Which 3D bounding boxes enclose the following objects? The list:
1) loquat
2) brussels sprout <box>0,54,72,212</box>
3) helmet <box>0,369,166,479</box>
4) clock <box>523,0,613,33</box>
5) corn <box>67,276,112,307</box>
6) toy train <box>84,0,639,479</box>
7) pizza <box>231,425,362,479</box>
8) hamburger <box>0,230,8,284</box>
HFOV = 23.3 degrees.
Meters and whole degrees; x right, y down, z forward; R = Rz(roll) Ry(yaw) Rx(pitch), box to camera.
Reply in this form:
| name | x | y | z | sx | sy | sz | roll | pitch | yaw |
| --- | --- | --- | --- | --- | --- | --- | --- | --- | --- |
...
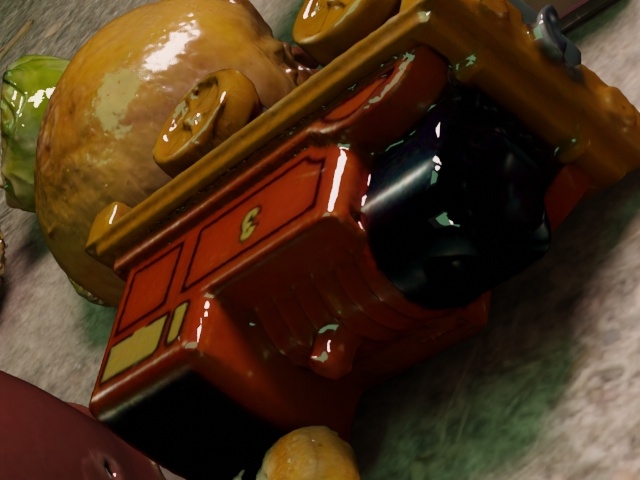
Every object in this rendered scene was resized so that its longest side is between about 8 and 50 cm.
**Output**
| name | x | y | z | sx | sy | sz | roll | pitch | yaw |
| --- | --- | --- | --- | --- | --- | --- | --- | --- | --- |
| loquat | -0.106 | -0.060 | 1.098 | 0.238 | 0.193 | 0.238 | -47 | 11 | 12 |
| brussels sprout | -0.254 | -0.103 | 1.528 | 0.149 | 0.122 | 0.152 | -94 | 11 | -63 |
| helmet | -0.298 | 0.195 | 0.924 | 0.384 | 0.230 | 0.338 | -8 | 53 | 26 |
| clock | 0.122 | -0.186 | 1.019 | 0.192 | 0.071 | 0.147 | -31 | 31 | 39 |
| corn | -0.189 | -0.018 | 1.338 | 0.080 | 0.080 | 0.231 | -47 | 24 | 12 |
| toy train | 0.000 | 0.000 | 0.871 | 0.369 | 0.163 | 0.232 | -32 | 34 | 41 |
| pizza | -0.041 | 0.199 | 0.791 | 0.194 | 0.069 | 0.154 | -46 | 24 | 30 |
| hamburger | -0.443 | 0.015 | 1.502 | 0.176 | 0.300 | 0.300 | -52 | 17 | 46 |
